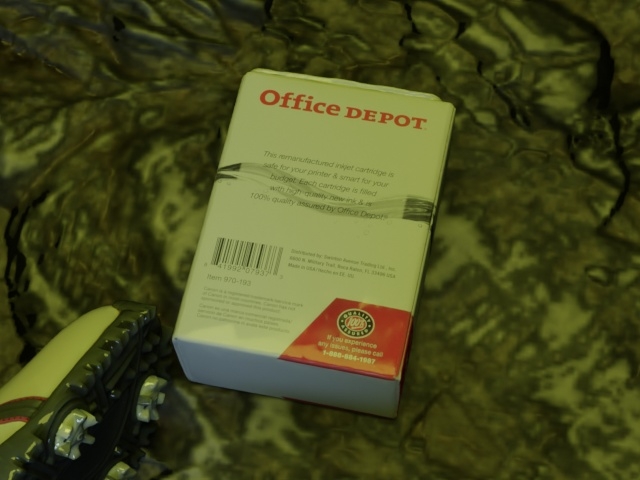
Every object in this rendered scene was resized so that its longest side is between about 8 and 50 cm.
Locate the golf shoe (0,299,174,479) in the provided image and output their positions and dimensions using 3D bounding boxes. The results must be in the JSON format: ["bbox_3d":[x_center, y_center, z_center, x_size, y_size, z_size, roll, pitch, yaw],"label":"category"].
[{"bbox_3d":[-0.176,0.122,0.675,0.120,0.105,0.273,30,69,23],"label":"golf shoe"}]

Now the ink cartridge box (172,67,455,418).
[{"bbox_3d":[0.000,0.000,0.740,0.109,0.063,0.150,10,66,8],"label":"ink cartridge box"}]
